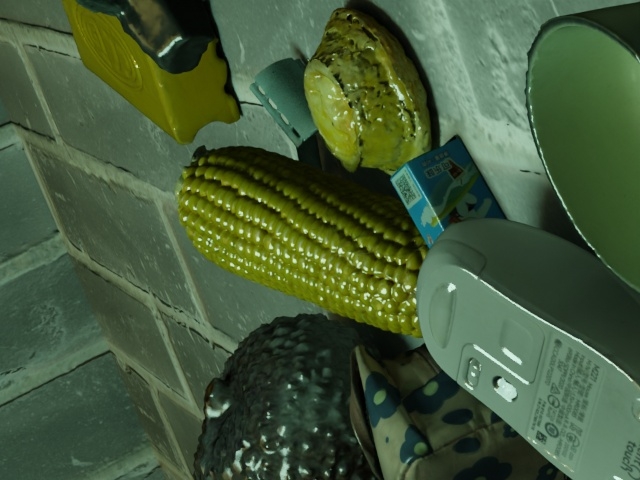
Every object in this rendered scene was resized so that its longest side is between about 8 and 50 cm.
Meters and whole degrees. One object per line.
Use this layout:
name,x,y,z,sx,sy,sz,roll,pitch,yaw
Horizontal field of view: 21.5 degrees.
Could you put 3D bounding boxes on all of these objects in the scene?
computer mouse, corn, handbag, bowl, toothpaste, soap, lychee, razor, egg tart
computer mouse,0.212,0.093,1.414,0.297,0.121,0.184,32,136,31
corn,0.000,0.000,1.729,0.387,0.144,0.144,24,141,38
handbag,0.135,0.206,1.693,0.193,0.190,0.251,-117,11,-46
bowl,0.238,-0.072,1.121,0.211,0.112,0.211,51,158,31
toothpaste,0.160,0.035,1.557,0.266,0.065,0.050,61,157,7
soap,-0.232,-0.270,2.146,0.324,0.096,0.204,38,150,53
lychee,-0.010,0.233,1.971,0.300,0.300,0.300,52,159,30
razor,-0.012,-0.093,1.875,0.106,0.068,0.232,53,166,31
egg tart,0.039,-0.137,1.640,0.191,0.074,0.191,52,156,34

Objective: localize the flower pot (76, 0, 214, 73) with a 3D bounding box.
flower pot,-0.145,-0.325,1.515,0.282,0.299,0.299,61,162,17
